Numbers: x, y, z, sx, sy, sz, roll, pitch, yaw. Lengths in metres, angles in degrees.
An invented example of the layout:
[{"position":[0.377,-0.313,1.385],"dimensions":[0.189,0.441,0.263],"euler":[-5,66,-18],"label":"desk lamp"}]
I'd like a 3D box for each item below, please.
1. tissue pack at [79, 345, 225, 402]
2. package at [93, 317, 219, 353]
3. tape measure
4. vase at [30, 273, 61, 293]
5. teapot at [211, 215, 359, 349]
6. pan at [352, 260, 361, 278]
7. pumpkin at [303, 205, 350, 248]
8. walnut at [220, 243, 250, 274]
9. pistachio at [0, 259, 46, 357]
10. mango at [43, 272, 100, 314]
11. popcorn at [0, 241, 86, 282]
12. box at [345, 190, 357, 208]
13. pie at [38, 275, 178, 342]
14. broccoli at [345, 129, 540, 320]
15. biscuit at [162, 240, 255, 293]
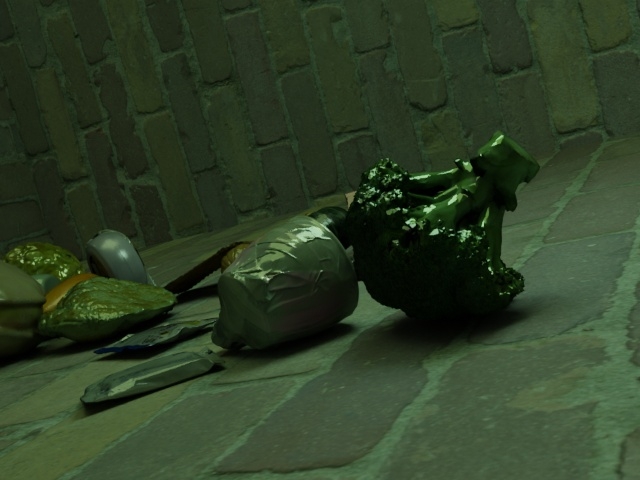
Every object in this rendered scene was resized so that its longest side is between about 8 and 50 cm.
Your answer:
[{"position":[-0.235,0.185,1.180],"dimensions":[0.193,0.026,0.122],"euler":[-17,6,-18],"label":"tissue pack"},{"position":[-0.277,0.162,1.473],"dimensions":[0.171,0.027,0.173],"euler":[-9,5,44],"label":"package"},{"position":[-0.479,0.069,2.060],"dimensions":[0.105,0.196,0.178],"euler":[-29,20,-29],"label":"tape measure"},{"position":[-0.745,0.170,2.108],"dimensions":[0.248,0.128,0.128],"euler":[-22,4,19],"label":"vase"},{"position":[-0.071,0.068,1.225],"dimensions":[0.178,0.163,0.221],"euler":[-27,12,-31],"label":"teapot"},{"position":[0.133,0.027,1.639],"dimensions":[0.115,0.040,0.212],"euler":[-10,15,43],"label":"pan"},{"position":[-0.002,-0.003,1.841],"dimensions":[0.167,0.125,0.167],"euler":[-20,10,4],"label":"pumpkin"},{"position":[-0.161,0.057,1.838],"dimensions":[0.105,0.105,0.124],"euler":[-14,3,10],"label":"walnut"},{"position":[-0.766,0.153,1.722],"dimensions":[0.445,0.281,0.365],"euler":[-1,-5,6],"label":"pistachio"},{"position":[-0.565,0.151,1.929],"dimensions":[0.144,0.112,0.219],"euler":[-10,19,33],"label":"mango"},{"position":[-0.744,0.111,2.305],"dimensions":[0.237,0.206,0.251],"euler":[-28,-9,14],"label":"popcorn"},{"position":[0.123,-0.052,1.920],"dimensions":[0.111,0.156,0.060],"euler":[-16,49,5],"label":"box"},{"position":[-0.416,0.136,1.712],"dimensions":[0.257,0.105,0.274],"euler":[-4,9,13],"label":"pie"},{"position":[0.166,-0.015,1.089],"dimensions":[0.270,0.270,0.270],"euler":[-47,1,9],"label":"broccoli"},{"position":[-0.258,0.063,1.945],"dimensions":[0.232,0.013,0.237],"euler":[-32,-6,9],"label":"biscuit"}]
